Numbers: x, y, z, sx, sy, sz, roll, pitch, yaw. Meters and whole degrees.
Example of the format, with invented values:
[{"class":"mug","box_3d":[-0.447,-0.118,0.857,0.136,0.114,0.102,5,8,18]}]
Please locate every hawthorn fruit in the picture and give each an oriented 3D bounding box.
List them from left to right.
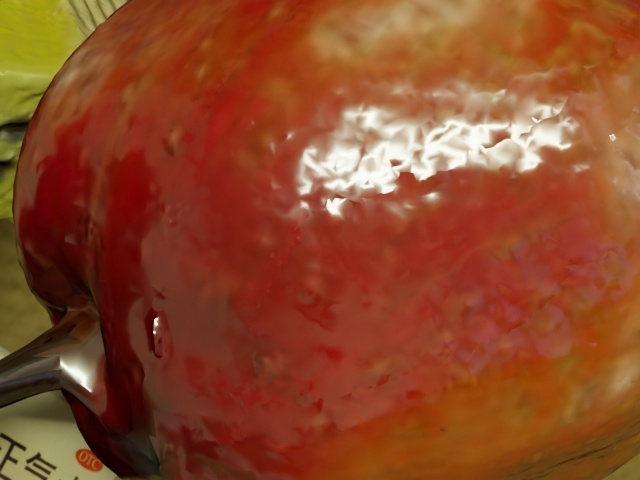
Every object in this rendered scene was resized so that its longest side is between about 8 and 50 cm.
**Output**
[{"class":"hawthorn fruit","box_3d":[0.000,0.000,0.805,0.369,0.285,0.285,-20,45,-20]}]

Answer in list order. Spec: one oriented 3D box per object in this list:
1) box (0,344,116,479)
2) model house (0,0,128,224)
[{"class":"box","box_3d":[-0.209,0.100,0.817,0.095,0.212,0.168,12,70,47]},{"class":"model house","box_3d":[-0.205,-0.120,1.248,0.234,0.175,0.193,-4,48,-30]}]
